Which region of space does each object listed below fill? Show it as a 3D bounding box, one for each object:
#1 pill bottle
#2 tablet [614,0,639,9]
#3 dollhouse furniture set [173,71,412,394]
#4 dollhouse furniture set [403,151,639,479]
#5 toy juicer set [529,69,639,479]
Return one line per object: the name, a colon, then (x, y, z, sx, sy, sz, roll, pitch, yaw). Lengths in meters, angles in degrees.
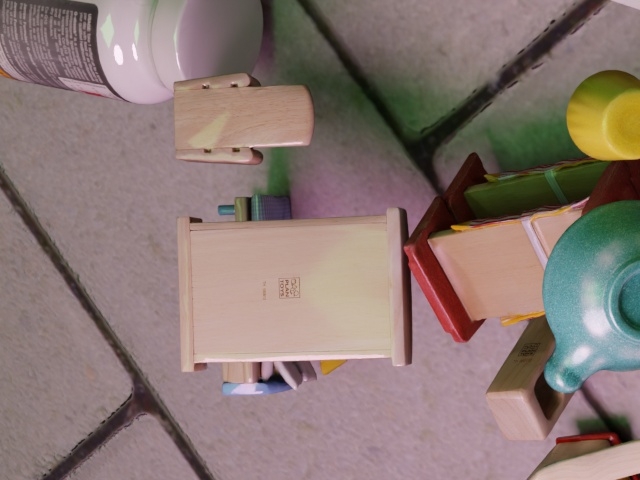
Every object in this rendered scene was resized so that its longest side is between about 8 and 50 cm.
pill bottle: (-0.204, -0.219, 1.782, 0.278, 0.162, 0.162, 14, 116, 34)
tablet: (0.262, -0.236, 1.515, 0.054, 0.006, 0.083, 24, 121, 29)
dollhouse furniture set: (0.000, 0.000, 1.707, 0.198, 0.303, 0.286, -2, 88, 11)
dollhouse furniture set: (0.253, 0.095, 1.591, 0.201, 0.152, 0.374, -10, 119, 39)
toy juicer set: (0.272, 0.042, 1.395, 0.089, 0.209, 0.329, -136, 53, -76)
